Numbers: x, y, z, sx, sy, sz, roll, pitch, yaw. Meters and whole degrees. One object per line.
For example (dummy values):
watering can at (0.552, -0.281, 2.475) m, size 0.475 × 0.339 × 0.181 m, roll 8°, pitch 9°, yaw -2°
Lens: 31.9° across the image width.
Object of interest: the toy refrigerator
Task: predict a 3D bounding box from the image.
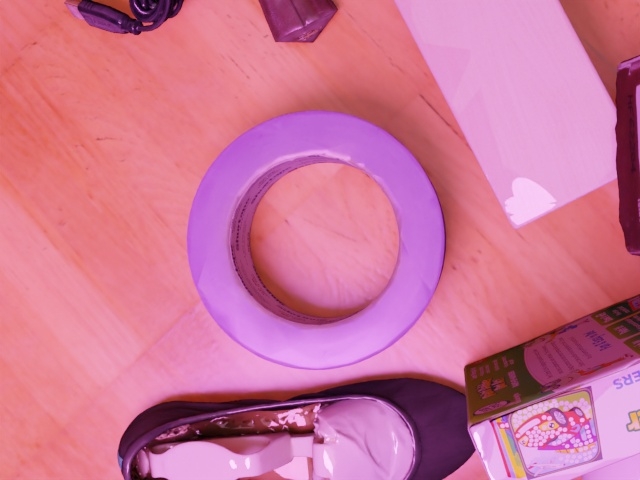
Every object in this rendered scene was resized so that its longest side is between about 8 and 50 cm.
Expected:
toy refrigerator at (0.128, -0.151, 0.821) m, size 0.102 × 0.094 × 0.270 m, roll -28°, pitch 86°, yaw 14°

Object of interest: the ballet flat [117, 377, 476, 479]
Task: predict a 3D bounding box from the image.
ballet flat at (-0.019, 0.163, 0.837) m, size 0.280 × 0.096 × 0.095 m, roll -7°, pitch 93°, yaw 7°

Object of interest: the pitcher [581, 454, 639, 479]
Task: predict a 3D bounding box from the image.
pitcher at (0.233, 0.212, 0.781) m, size 0.177 × 0.125 × 0.207 m, roll -8°, pitch 92°, yaw 51°

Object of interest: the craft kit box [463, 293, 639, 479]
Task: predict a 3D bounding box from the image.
craft kit box at (0.216, 0.075, 0.730) m, size 0.246 × 0.250 × 0.061 m, roll -20°, pitch 89°, yaw 7°

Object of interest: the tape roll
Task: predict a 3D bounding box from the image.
tape roll at (0.000, 0.000, 0.843) m, size 0.188 × 0.080 × 0.189 m, roll 0°, pitch 90°, yaw 8°

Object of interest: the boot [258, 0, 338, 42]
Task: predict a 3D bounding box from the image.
boot at (-0.054, -0.194, 0.873) m, size 0.106 × 0.037 × 0.114 m, roll -28°, pitch 91°, yaw 9°

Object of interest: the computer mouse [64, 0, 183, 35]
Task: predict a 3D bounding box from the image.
computer mouse at (-0.195, -0.268, 0.875) m, size 0.262 × 0.060 × 0.184 m, roll 21°, pitch 123°, yaw 24°

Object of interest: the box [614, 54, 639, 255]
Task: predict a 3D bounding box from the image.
box at (0.400, -0.069, 0.689) m, size 0.381 × 0.191 × 0.143 m, roll -2°, pitch 89°, yaw -9°
